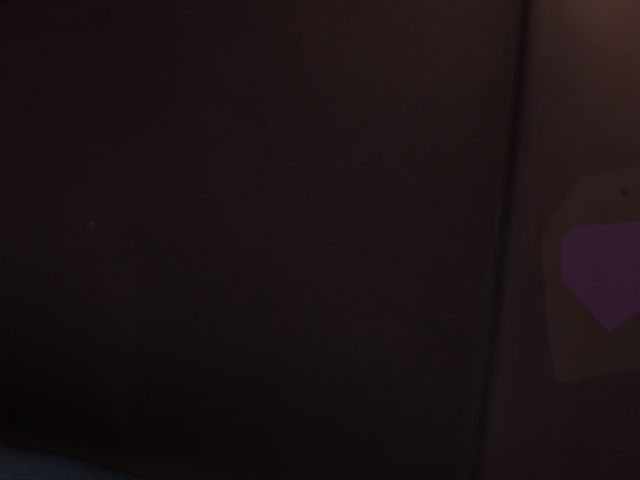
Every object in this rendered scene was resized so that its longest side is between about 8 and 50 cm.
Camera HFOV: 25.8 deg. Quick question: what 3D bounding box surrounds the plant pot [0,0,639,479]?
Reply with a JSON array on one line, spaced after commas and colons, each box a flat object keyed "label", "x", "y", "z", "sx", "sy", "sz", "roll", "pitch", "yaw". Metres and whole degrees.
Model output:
[{"label": "plant pot", "x": 0.000, "y": 0.000, "z": 0.470, "sx": 0.229, "sy": 0.263, "sz": 0.263, "roll": 7, "pitch": 88, "yaw": 6}]

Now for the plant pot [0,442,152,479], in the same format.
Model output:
[{"label": "plant pot", "x": -0.154, "y": 0.156, "z": 0.330, "sx": 0.247, "sy": 0.252, "sz": 0.247, "roll": 16, "pitch": 92, "yaw": -51}]
